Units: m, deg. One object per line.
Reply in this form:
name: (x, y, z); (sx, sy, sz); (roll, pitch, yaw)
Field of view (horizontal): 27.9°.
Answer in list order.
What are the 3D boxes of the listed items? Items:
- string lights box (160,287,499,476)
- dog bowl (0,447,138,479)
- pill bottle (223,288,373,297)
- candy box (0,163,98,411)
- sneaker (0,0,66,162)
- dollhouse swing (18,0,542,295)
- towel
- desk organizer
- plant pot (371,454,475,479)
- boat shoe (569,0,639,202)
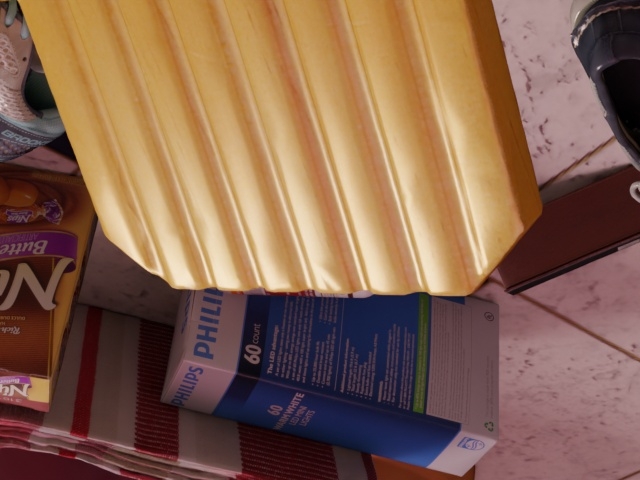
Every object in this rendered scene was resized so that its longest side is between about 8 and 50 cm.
string lights box: (0.013, 0.090, 1.045); (0.260, 0.133, 0.077); (16, 142, -12)
dog bowl: (-0.288, 0.268, 1.133); (0.150, 0.408, 0.408); (-32, 131, 15)
pill bottle: (0.000, 0.000, 0.970); (0.152, 0.086, 0.086); (1, 142, 5)
candy box: (-0.234, 0.029, 0.957); (0.109, 0.186, 0.053); (10, 143, -5)
sneaker: (-0.235, -0.157, 0.809); (0.122, 0.110, 0.283); (-15, 144, -1)
dollhouse swing: (-0.103, -0.092, 0.601); (0.347, 0.315, 0.305); (0, 102, 36)
towel: (-0.120, 0.132, 1.057); (0.329, 0.237, 0.037); (16, 109, -12)
desk organizer: (0.191, -0.008, 0.961); (0.130, 0.050, 0.047); (-24, 169, 12)
plant pot: (0.004, 0.304, 1.270); (0.291, 0.203, 0.291); (5, 143, 4)
boat shoe: (0.245, -0.069, 0.851); (0.095, 0.079, 0.254); (-17, 137, 27)
